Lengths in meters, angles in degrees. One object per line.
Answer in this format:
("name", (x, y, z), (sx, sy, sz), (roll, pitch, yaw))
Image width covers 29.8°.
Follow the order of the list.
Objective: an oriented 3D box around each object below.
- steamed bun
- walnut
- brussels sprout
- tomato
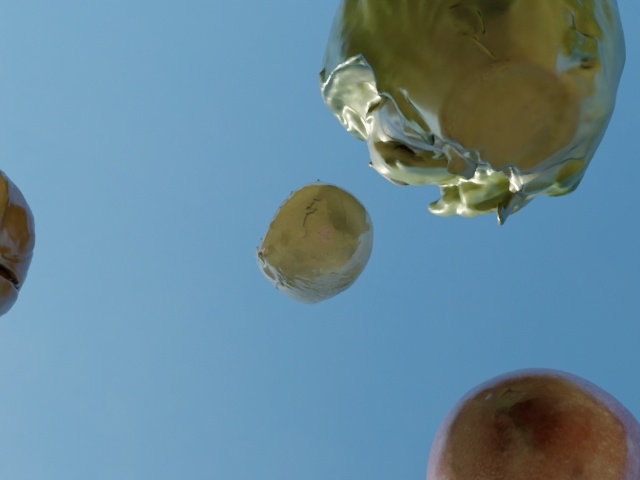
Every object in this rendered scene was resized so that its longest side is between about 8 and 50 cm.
("steamed bun", (0.000, 0.000, 1.265), (0.112, 0.091, 0.130), (38, -107, -4))
("walnut", (-0.319, 0.012, 1.093), (0.211, 0.087, 0.167), (24, -94, 47))
("brussels sprout", (0.154, -0.197, 1.255), (0.315, 0.276, 0.371), (-54, -154, 4))
("tomato", (0.252, 0.271, 1.413), (0.270, 0.227, 0.270), (-21, -151, 12))
